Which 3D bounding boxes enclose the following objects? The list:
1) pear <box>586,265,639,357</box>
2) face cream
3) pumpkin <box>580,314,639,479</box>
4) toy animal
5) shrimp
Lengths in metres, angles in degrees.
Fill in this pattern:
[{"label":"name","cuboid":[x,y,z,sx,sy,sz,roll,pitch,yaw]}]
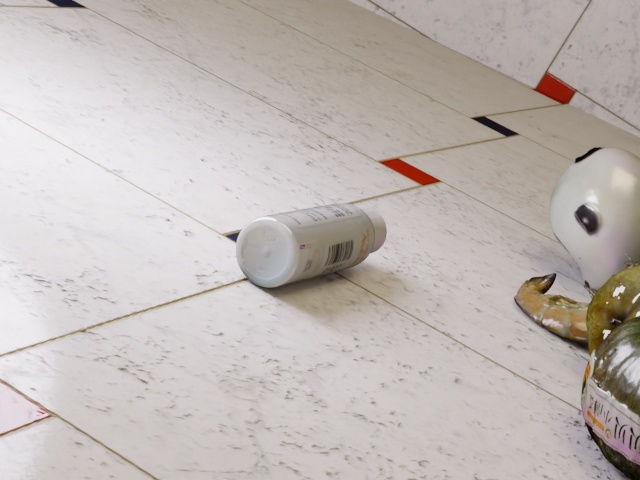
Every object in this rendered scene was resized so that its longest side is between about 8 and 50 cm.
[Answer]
[{"label":"pear","cuboid":[0.391,0.108,1.877,0.137,0.167,0.167,6,23,-29]},{"label":"face cream","cuboid":[0.000,0.000,1.828,0.082,0.082,0.269,30,19,22]},{"label":"pumpkin","cuboid":[0.404,0.185,1.649,0.260,0.189,0.260,-1,20,0]},{"label":"toy animal","cuboid":[0.456,-0.013,2.285,0.267,0.212,0.212,18,17,-6]},{"label":"shrimp","cuboid":[0.366,0.062,2.096,0.169,0.058,0.296,21,29,25]}]
